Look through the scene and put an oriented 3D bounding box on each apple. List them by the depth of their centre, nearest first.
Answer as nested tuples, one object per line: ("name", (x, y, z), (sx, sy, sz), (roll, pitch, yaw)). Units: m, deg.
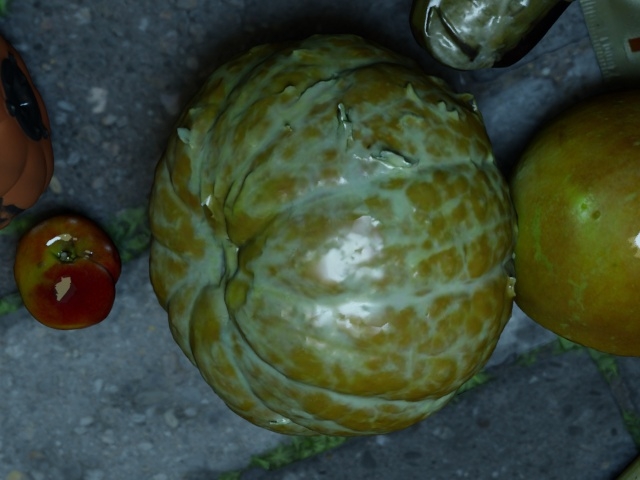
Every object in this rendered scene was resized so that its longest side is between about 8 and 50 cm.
("apple", (0.257, -0.008, 1.488), (0.237, 0.237, 0.207), (33, 124, -11))

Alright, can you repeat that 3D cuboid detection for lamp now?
("lamp", (-0.314, -0.088, 1.494), (0.164, 0.187, 0.187), (-19, 111, 12))

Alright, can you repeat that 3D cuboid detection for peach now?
("peach", (-0.222, 0.029, 1.590), (0.101, 0.101, 0.101), (1, 113, 2))

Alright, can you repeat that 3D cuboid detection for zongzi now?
("zongzi", (0.112, -0.303, 1.406), (0.288, 0.134, 0.286), (36, 107, -13))

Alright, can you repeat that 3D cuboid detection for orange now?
("orange", (0.000, 0.000, 1.449), (0.249, 0.329, 0.329), (-7, 122, -42))

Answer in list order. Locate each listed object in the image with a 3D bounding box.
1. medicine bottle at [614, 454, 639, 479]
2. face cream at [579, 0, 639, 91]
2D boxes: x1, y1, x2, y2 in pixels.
("medicine bottle", (0.289, 0.260, 1.652), (0.108, 0.108, 0.426), (36, 109, -12))
("face cream", (0.390, -0.194, 1.477), (0.341, 0.084, 0.137), (-14, 121, 16))
